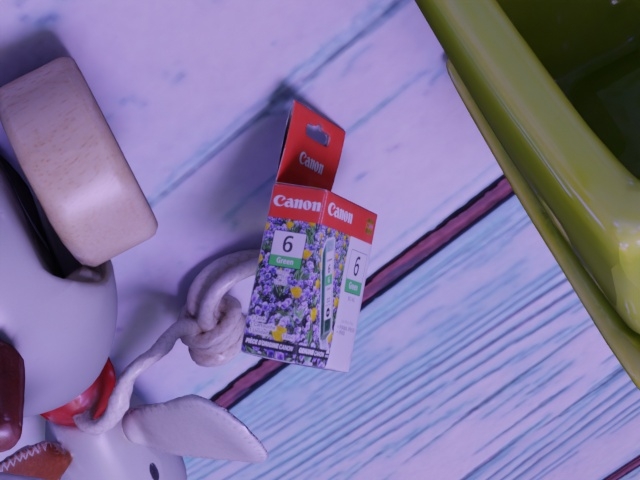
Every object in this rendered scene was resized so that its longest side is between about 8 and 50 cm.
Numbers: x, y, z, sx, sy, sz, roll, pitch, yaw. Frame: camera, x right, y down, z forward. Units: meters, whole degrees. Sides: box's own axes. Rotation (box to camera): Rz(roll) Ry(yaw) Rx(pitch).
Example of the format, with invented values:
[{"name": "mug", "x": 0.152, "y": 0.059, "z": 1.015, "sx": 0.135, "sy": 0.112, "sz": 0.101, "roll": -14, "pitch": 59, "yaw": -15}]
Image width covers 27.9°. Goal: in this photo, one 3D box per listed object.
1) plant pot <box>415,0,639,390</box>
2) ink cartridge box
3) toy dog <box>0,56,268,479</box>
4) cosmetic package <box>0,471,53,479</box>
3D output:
[{"name": "plant pot", "x": 0.162, "y": -0.085, "z": 0.499, "sx": 0.228, "sy": 0.227, "sz": 0.207, "roll": -27, "pitch": 149, "yaw": 1}, {"name": "ink cartridge box", "x": 0.000, "y": 0.000, "z": 0.587, "sx": 0.029, "sy": 0.115, "sz": 0.063, "roll": 9, "pitch": 175, "yaw": 25}, {"name": "toy dog", "x": -0.113, "y": 0.074, "z": 0.571, "sx": 0.220, "sy": 0.161, "sz": 0.334, "roll": -35, "pitch": 141, "yaw": 12}, {"name": "cosmetic package", "x": -0.298, "y": 0.150, "z": 0.416, "sx": 0.385, "sy": 0.156, "sz": 0.217, "roll": 18, "pitch": 143, "yaw": -25}]
